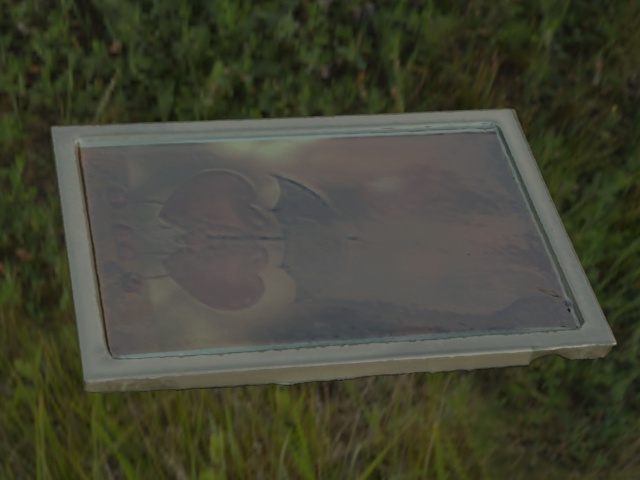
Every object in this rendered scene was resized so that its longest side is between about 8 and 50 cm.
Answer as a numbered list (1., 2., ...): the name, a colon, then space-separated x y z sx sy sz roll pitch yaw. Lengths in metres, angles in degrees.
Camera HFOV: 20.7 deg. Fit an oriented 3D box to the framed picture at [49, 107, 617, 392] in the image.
1. framed picture: 0.000 0.000 0.994 0.290 0.020 0.211 -2 43 -12
